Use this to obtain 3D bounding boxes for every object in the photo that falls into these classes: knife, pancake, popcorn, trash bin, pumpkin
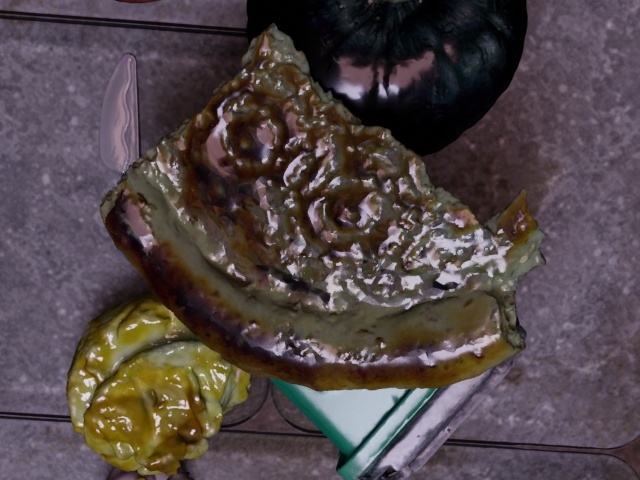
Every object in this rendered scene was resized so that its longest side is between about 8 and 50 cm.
[{"bbox_3d":[-0.234,-0.098,1.230,0.058,0.032,0.244,-4,99,8],"label":"knife"},{"bbox_3d":[-0.003,0.004,0.974,0.427,0.067,0.305,35,109,9],"label":"pancake"},{"bbox_3d":[-0.193,0.163,1.211,0.204,0.183,0.221,34,96,-7],"label":"popcorn"},{"bbox_3d":[0.017,0.051,1.159,0.381,0.295,0.259,42,100,1],"label":"trash bin"},{"bbox_3d":[0.065,-0.231,1.094,0.315,0.238,0.315,-1,77,5],"label":"pumpkin"}]

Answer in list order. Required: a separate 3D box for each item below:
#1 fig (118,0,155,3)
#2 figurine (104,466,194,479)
[{"bbox_3d":[-0.167,-0.367,1.074,0.263,0.224,0.224,-32,102,-10],"label":"fig"},{"bbox_3d":[-0.240,0.342,1.293,0.229,0.112,0.137,-42,128,15],"label":"figurine"}]
